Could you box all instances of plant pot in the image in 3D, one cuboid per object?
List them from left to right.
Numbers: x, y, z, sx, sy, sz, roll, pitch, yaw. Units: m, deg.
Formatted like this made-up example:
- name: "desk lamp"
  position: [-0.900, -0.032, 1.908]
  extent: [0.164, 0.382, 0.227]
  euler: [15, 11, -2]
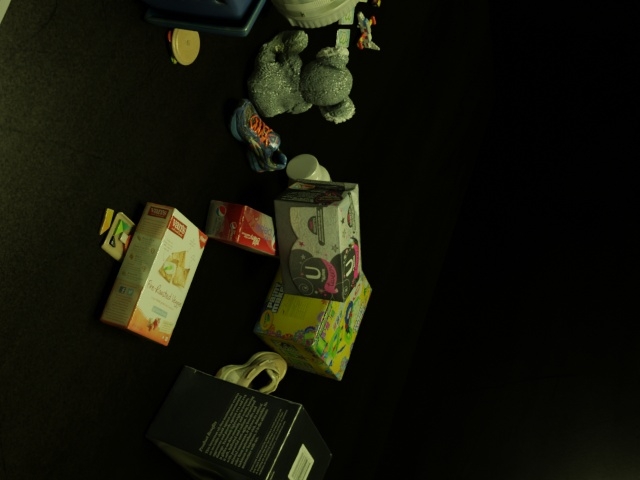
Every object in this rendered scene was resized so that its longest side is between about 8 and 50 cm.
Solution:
- name: "plant pot"
  position: [-0.192, -0.473, 1.107]
  extent: [0.212, 0.236, 0.235]
  euler: [68, 39, -60]

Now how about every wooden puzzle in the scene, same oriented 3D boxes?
- name: "wooden puzzle"
  position: [-0.354, -0.005, 1.203]
  extent: [0.116, 0.014, 0.078]
  euler: [48, 57, -61]

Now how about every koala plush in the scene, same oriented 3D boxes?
- name: "koala plush"
  position: [-0.028, -0.353, 1.517]
  extent: [0.203, 0.221, 0.196]
  euler: [-47, 141, -50]

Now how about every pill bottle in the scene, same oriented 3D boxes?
- name: "pill bottle"
  position: [-0.022, -0.134, 1.757]
  extent: [0.112, 0.112, 0.186]
  euler: [-67, 153, -25]

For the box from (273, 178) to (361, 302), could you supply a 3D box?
- name: "box"
  position: [0.000, 0.000, 1.574]
  extent: [0.142, 0.164, 0.247]
  euler: [-51, 142, -55]

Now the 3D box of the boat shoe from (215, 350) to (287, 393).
- name: "boat shoe"
  position: [-0.151, 0.348, 1.694]
  extent: [0.302, 0.098, 0.109]
  euler: [4, 96, -66]

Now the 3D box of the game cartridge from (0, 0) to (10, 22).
- name: "game cartridge"
  position: [-0.423, -0.248, 0.724]
  extent: [0.062, 0.198, 0.297]
  euler: [45, 60, -62]

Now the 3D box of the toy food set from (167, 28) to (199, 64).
- name: "toy food set"
  position: [-0.254, -0.369, 1.259]
  extent: [0.082, 0.020, 0.083]
  euler: [-40, 135, -54]

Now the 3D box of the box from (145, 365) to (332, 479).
- name: "box"
  position: [-0.166, 0.448, 1.464]
  extent: [0.182, 0.294, 0.296]
  euler: [-62, 150, -29]

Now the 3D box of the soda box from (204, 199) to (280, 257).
- name: "soda box"
  position: [-0.154, -0.019, 1.539]
  extent: [0.263, 0.092, 0.083]
  euler: [23, 78, -66]

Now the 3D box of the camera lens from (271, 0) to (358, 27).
- name: "camera lens"
  position: [-0.038, -0.605, 1.388]
  extent: [0.219, 0.220, 0.274]
  euler: [-70, 154, -19]

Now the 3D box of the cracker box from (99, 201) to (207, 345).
- name: "cracker box"
  position: [-0.304, 0.065, 1.263]
  extent: [0.155, 0.067, 0.232]
  euler: [54, 51, -66]

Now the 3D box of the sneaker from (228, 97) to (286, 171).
- name: "sneaker"
  position: [-0.132, -0.233, 1.504]
  extent: [0.221, 0.087, 0.083]
  euler: [61, 45, -55]

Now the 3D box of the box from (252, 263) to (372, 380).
- name: "box"
  position: [-0.009, 0.186, 1.842]
  extent: [0.289, 0.177, 0.279]
  euler: [-69, 154, -23]

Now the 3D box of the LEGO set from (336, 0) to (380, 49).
- name: "LEGO set"
  position: [0.123, -0.639, 1.932]
  extent: [0.244, 0.060, 0.182]
  euler: [-30, 131, -60]
